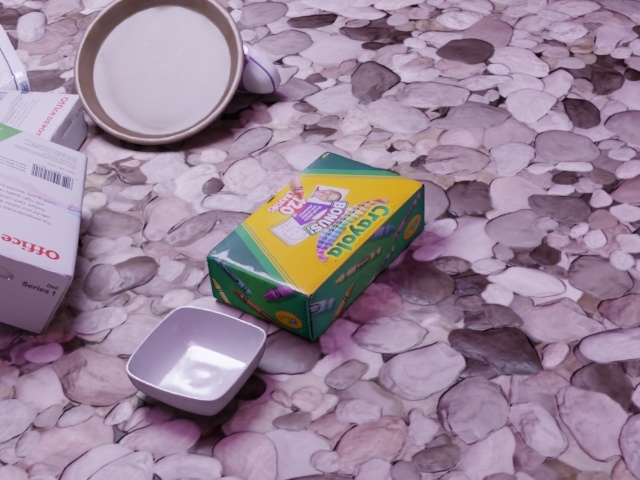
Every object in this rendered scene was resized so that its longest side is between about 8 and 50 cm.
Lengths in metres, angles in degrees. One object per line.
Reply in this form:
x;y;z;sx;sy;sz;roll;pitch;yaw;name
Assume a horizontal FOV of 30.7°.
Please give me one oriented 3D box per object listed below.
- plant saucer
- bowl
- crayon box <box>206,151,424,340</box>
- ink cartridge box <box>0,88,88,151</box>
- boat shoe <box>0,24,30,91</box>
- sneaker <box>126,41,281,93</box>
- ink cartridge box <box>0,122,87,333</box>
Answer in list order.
-0.255;-0.278;1.864;0.278;0.041;0.278;-2;75;7;plant saucer
-0.148;0.151;1.409;0.142;0.053;0.142;16;43;23;bowl
0.000;0.000;1.562;0.165;0.081;0.278;21;45;28;crayon box
-0.479;-0.167;1.816;0.191;0.082;0.139;7;40;11;ink cartridge box
-0.574;-0.313;1.998;0.084;0.095;0.258;-18;39;-23;boat shoe
-0.214;-0.265;1.925;0.282;0.102;0.161;20;64;20;sneaker
-0.431;-0.030;1.549;0.201;0.117;0.278;20;33;-21;ink cartridge box
